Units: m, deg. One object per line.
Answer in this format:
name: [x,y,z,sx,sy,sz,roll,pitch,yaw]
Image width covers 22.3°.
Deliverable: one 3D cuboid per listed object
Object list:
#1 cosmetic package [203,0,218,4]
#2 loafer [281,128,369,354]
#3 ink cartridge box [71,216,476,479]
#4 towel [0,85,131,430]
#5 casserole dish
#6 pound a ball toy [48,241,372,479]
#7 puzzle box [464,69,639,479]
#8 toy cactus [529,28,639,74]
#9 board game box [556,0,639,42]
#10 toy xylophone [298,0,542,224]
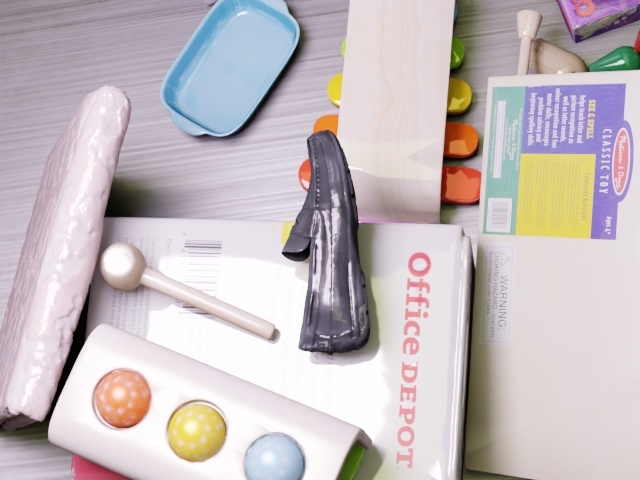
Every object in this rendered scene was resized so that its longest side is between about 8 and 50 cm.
cosmetic package: [-0.139,-0.459,1.706,0.161,0.453,0.230,-24,72,3]
loafer: [0.000,0.000,1.577,0.078,0.076,0.223,-6,76,0]
ink cartridge box: [-0.039,0.131,1.671,0.385,0.160,0.279,2,75,11]
towel: [-0.278,0.033,1.676,0.053,0.317,0.331,15,76,-14]
casserole dish: [-0.100,-0.197,1.843,0.114,0.037,0.188,31,82,17]
pound a ball toy: [-0.110,0.140,1.526,0.319,0.136,0.208,22,81,15]
puzzle box: [0.274,0.037,1.584,0.272,0.052,0.408,3,89,42]
toy cactus: [0.288,-0.156,1.737,0.180,0.112,0.219,41,93,28]
board game box: [0.321,-0.412,1.825,0.208,0.056,0.346,-18,72,0]
toy xylophone: [0.112,-0.157,1.768,0.236,0.081,0.322,12,76,9]
